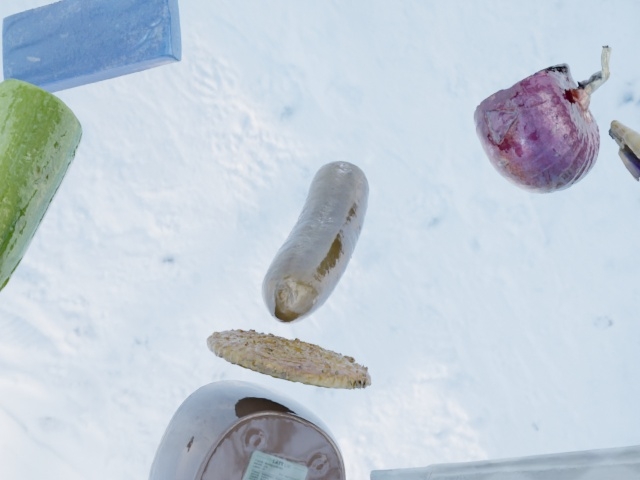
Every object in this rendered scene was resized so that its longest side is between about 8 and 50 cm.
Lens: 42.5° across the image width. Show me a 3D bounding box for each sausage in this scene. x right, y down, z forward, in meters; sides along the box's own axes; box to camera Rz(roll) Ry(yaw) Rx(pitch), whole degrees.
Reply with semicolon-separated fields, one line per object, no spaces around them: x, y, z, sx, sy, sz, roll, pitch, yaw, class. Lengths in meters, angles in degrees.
0.000;0.003;1.501;0.123;0.501;0.136;0;121;16;sausage

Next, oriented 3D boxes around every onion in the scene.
0.443;-0.207;1.645;0.256;0.230;0.272;-23;179;-28;onion

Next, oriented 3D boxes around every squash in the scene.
-0.234;-0.011;0.559;0.075;0.200;0.090;1;145;19;squash

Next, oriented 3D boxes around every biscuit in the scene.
-0.047;0.173;1.232;0.254;0.254;0.035;13;91;-26;biscuit

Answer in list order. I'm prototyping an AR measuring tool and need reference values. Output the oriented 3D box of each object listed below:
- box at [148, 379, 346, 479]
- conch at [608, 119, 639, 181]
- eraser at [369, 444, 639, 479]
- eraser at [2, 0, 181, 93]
-0.105;0.368;1.242;0.301;0.216;0.301;1;87;-18;box
0.368;-0.035;0.737;0.093;0.330;0.109;-34;125;11;conch
0.231;0.275;0.660;0.396;0.213;0.082;-15;160;34;eraser
-0.373;-0.324;1.324;0.311;0.144;0.042;-9;168;16;eraser
